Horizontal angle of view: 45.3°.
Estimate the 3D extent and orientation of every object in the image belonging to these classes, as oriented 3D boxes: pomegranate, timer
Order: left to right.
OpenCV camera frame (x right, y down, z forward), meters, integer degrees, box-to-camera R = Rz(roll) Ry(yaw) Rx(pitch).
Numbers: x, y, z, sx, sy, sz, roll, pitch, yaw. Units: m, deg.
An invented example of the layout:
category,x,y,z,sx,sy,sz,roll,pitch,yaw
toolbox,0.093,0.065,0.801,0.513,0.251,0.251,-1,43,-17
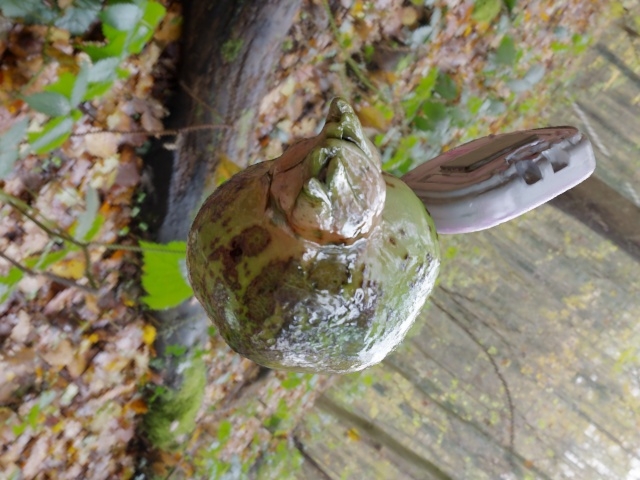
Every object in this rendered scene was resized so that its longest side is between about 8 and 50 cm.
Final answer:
category,x,y,z,sx,sy,sz,roll,pitch,yaw
pomegranate,-0.010,-0.012,0.684,0.222,0.204,0.276,-26,128,-21
timer,0.192,-0.073,0.875,0.209,0.069,0.191,-25,-165,-24
